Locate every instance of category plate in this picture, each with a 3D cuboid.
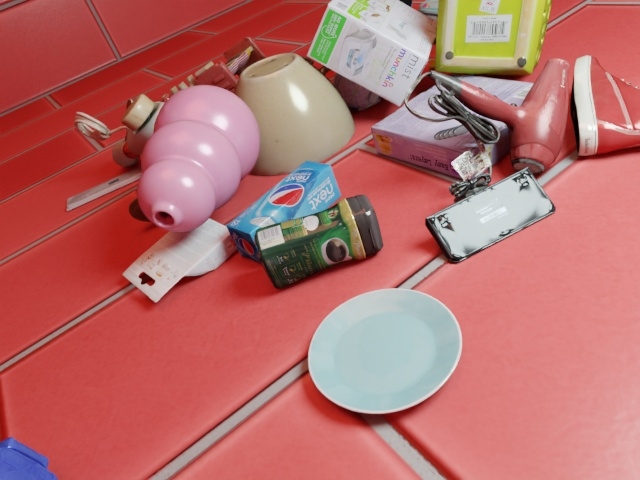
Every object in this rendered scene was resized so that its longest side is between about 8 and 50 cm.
[{"bbox_3d":[0.077,0.132,0.606,0.188,0.024,0.188,-14,36,11],"label":"plate"}]

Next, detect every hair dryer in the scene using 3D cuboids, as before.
[{"bbox_3d":[0.293,-0.200,0.776,0.294,0.223,0.080,-32,13,-18],"label":"hair dryer"}]

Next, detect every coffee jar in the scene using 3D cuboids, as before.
[{"bbox_3d":[0.000,0.000,0.756,0.185,0.096,0.079,-19,38,1],"label":"coffee jar"}]

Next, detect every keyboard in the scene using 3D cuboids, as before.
[{"bbox_3d":[-0.534,-0.147,1.286,0.256,0.014,0.072,-26,30,-9],"label":"keyboard"},{"bbox_3d":[0.242,-0.048,0.730,0.180,0.023,0.108,-26,74,-9],"label":"keyboard"}]

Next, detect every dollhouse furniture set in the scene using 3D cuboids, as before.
[{"bbox_3d":[-0.324,-0.419,1.460,0.374,0.152,0.201,-17,32,36],"label":"dollhouse furniture set"}]

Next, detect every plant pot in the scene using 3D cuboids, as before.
[{"bbox_3d":[0.352,-0.459,1.026,0.229,0.227,0.207,9,34,18],"label":"plant pot"},{"bbox_3d":[-0.084,-0.302,1.114,0.284,0.190,0.284,-14,36,10],"label":"plant pot"}]

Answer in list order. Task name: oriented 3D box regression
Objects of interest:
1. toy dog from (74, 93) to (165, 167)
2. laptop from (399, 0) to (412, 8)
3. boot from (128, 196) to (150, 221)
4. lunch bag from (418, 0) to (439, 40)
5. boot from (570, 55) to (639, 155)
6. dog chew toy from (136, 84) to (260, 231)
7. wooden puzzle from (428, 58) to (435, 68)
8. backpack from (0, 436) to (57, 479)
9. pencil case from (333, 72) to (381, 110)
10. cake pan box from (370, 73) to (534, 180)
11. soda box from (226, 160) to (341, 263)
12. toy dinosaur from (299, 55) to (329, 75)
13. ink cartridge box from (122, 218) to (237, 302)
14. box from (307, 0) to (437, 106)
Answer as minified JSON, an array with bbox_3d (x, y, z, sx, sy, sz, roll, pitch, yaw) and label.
[{"bbox_3d":[-0.423,-0.285,1.236,0.334,0.220,0.160,9,61,35],"label":"toy dog"},{"bbox_3d":[0.137,-0.639,1.493,0.235,0.264,0.137,8,8,33],"label":"laptop"},{"bbox_3d":[-0.338,-0.113,1.096,0.197,0.072,0.152,-23,35,-25],"label":"boot"},{"bbox_3d":[0.436,-0.653,1.390,0.279,0.107,0.224,-32,37,-15],"label":"lunch bag"},{"bbox_3d":[0.516,-0.235,0.825,0.176,0.088,0.244,-3,47,22],"label":"boot"},{"bbox_3d":[-0.232,-0.144,0.917,0.207,0.206,0.331,-8,40,17],"label":"dog chew toy"},{"bbox_3d":[0.337,-0.466,1.275,0.117,0.014,0.078,-8,42,18],"label":"wooden puzzle"},{"bbox_3d":[-0.374,0.294,0.558,0.120,0.098,0.101,-35,27,2],"label":"backpack"},{"bbox_3d":[0.111,-0.434,1.259,0.124,0.113,0.273,6,41,8],"label":"pencil case"},{"bbox_3d":[0.273,-0.232,0.953,0.267,0.070,0.246,-37,41,-22],"label":"cake pan box"},{"bbox_3d":[-0.060,-0.054,0.876,0.067,0.071,0.210,17,49,41],"label":"soda box"},{"bbox_3d":[-0.031,-0.450,1.364,0.118,0.064,0.268,29,78,42],"label":"toy dinosaur"},{"bbox_3d":[-0.247,0.033,0.891,0.146,0.045,0.179,23,63,43],"label":"ink cartridge box"},{"bbox_3d":[0.128,-0.452,1.106,0.231,0.126,0.261,27,41,-4],"label":"box"}]
